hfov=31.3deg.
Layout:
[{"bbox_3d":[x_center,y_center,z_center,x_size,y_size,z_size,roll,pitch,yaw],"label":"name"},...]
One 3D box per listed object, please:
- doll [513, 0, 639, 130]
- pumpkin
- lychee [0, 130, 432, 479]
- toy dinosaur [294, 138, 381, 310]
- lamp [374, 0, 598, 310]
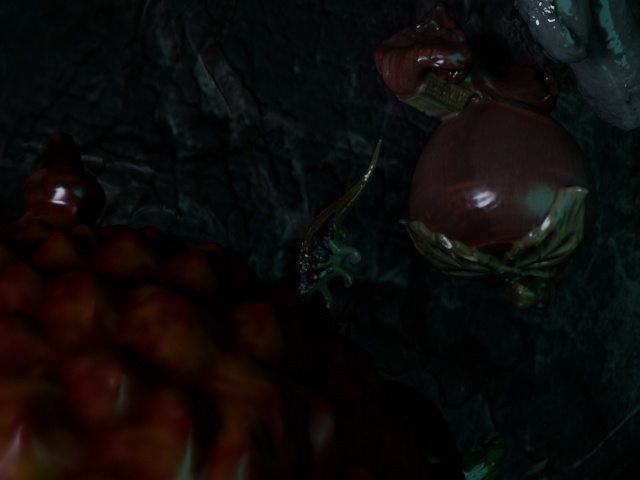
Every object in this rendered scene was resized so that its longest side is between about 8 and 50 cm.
[{"bbox_3d":[0.153,-0.221,0.906,0.340,0.158,0.245,50,31,-36],"label":"doll"},{"bbox_3d":[0.058,0.199,0.874,0.194,0.150,0.194,27,56,-49],"label":"pumpkin"},{"bbox_3d":[-0.131,0.170,0.560,0.425,0.425,0.499,10,69,-41],"label":"lychee"},{"bbox_3d":[0.009,0.008,0.895,0.058,0.037,0.180,40,71,-42],"label":"toy dinosaur"},{"bbox_3d":[0.131,-0.055,0.934,0.215,0.151,0.223,22,39,-46],"label":"lamp"}]
